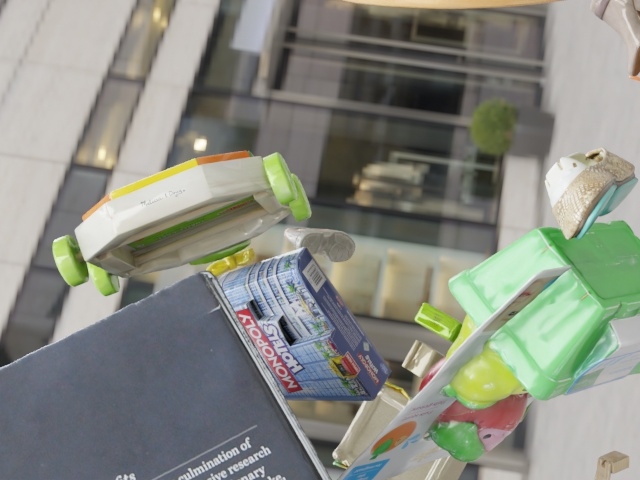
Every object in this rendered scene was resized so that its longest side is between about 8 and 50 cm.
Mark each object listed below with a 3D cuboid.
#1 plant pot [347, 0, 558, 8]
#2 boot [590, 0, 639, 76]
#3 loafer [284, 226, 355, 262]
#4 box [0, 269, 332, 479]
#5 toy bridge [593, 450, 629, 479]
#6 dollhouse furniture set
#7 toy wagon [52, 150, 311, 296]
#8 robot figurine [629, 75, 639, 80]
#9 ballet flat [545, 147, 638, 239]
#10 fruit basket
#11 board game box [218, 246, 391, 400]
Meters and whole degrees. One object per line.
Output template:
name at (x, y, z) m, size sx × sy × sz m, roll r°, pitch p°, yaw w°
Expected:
plant pot at (0.153, -0.360, 1.354) m, size 0.291 × 0.291 × 0.203 m, roll -71°, pitch -19°, yaw -72°
boot at (0.373, -0.273, 1.615) m, size 0.042 × 0.087 × 0.118 m, roll -19°, pitch -48°, yaw -51°
loafer at (0.000, 0.000, 1.787) m, size 0.125 × 0.039 × 0.045 m, roll 12°, pitch -76°, yaw -53°
box at (-0.125, 0.365, 1.350) m, size 0.472 × 0.297 × 0.480 m, roll 60°, pitch 165°, yaw 21°
toy bridge at (0.336, 0.348, 1.564) m, size 0.026 × 0.063 × 0.188 m, roll 21°, pitch 117°, yaw 49°
dollhouse furniture set at (0.191, 0.282, 2.103) m, size 0.151 × 0.197 × 0.301 m, roll 29°, pitch -90°, yaw -55°
toy wagon at (-0.146, -0.014, 1.506) m, size 0.344 × 0.267 × 0.068 m, roll 46°, pitch -157°, yaw -79°
robot figurine at (0.518, -0.186, 1.728) m, size 0.158 × 0.219 × 0.128 m, roll -43°, pitch -48°, yaw -17°
ballet flat at (0.245, -0.048, 1.227) m, size 0.073 × 0.067 × 0.206 m, roll -56°, pitch -13°, yaw 19°
fruit basket at (0.208, 0.142, 1.370) m, size 0.327 × 0.165 × 0.353 m, roll -4°, pitch -46°, yaw -51°
board game box at (-0.046, 0.121, 1.581) m, size 0.194 × 0.194 × 0.060 m, roll 56°, pitch -139°, yaw -17°
